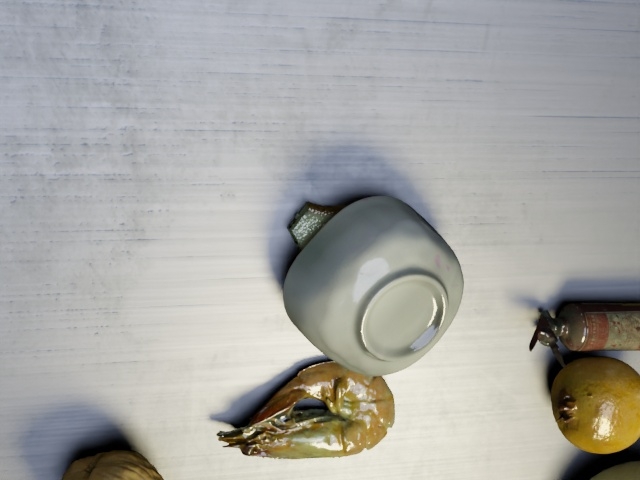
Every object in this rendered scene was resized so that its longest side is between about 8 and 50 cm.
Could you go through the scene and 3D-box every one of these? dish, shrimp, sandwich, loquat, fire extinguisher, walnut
[{"bbox_3d":[0.087,0.078,1.090,0.256,0.117,0.256,-11,119,-20],"label":"dish"},{"bbox_3d":[-0.019,0.255,1.175,0.267,0.061,0.145,-10,100,-8],"label":"shrimp"},{"bbox_3d":[0.000,0.000,1.113,0.093,0.036,0.105,2,107,-15],"label":"sandwich"},{"bbox_3d":[0.427,0.251,1.241,0.163,0.137,0.163,-8,123,-12],"label":"loquat"},{"bbox_3d":[0.420,0.137,1.220,0.252,0.106,0.075,2,108,-15],"label":"fire extinguisher"},{"bbox_3d":[-0.273,0.376,1.100,0.155,0.155,0.184,-30,114,-4],"label":"walnut"}]

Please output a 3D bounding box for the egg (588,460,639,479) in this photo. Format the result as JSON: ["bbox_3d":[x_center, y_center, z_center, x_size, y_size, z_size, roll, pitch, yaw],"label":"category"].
[{"bbox_3d":[0.506,0.454,1.293,0.253,0.186,0.187,-31,112,14],"label":"egg"}]
